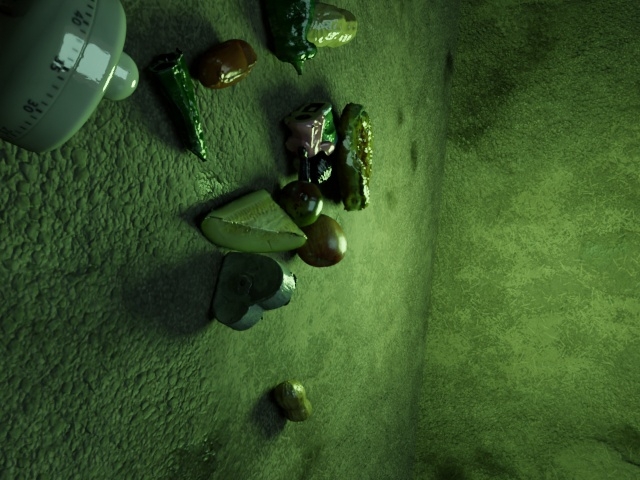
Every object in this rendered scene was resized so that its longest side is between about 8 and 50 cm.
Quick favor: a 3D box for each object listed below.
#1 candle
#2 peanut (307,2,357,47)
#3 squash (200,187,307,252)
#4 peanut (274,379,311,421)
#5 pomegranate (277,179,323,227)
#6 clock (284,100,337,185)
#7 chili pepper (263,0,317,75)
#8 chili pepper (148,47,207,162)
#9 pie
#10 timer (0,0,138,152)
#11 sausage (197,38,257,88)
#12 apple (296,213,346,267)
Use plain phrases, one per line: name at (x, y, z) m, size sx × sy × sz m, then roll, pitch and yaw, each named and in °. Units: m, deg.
candle at (-0.159, 0.098, 1.279) m, size 0.168 × 0.192 × 0.068 m, roll 58°, pitch 7°, yaw 31°
peanut at (0.020, -0.580, 1.544) m, size 0.274 × 0.125 × 0.111 m, roll -35°, pitch 107°, yaw -58°
squash at (-0.158, -0.006, 1.290) m, size 0.169 × 0.093 × 0.252 m, roll 47°, pitch 31°, yaw 4°
peanut at (-0.073, 0.444, 1.590) m, size 0.193 × 0.089 × 0.089 m, roll 74°, pitch 32°, yaw -45°
pomegranate at (-0.057, -0.096, 1.493) m, size 0.130 × 0.130 × 0.130 m, roll 5°, pitch 90°, yaw -65°
clock at (-0.016, -0.259, 1.557) m, size 0.194 × 0.100 × 0.195 m, roll -51°, pitch 140°, yaw -52°
chili pepper at (-0.067, -0.534, 1.379) m, size 0.136 × 0.099 × 0.270 m, roll -20°, pitch 122°, yaw -26°
chili pepper at (-0.256, -0.245, 1.104) m, size 0.088 × 0.059 × 0.227 m, roll -77°, pitch 160°, yaw -45°
pie at (0.104, -0.245, 1.755) m, size 0.355 × 0.103 × 0.288 m, roll 74°, pitch 19°, yaw -61°
timer at (-0.329, -0.221, 0.734) m, size 0.240 × 0.233 × 0.233 m, roll 28°, pitch 68°, yaw -45°
sausage at (-0.194, -0.365, 1.190) m, size 0.179 × 0.089 × 0.089 m, roll -53°, pitch 140°, yaw -54°
apple at (0.000, 0.000, 1.590) m, size 0.146 × 0.146 × 0.131 m, roll 42°, pitch 39°, yaw -60°
